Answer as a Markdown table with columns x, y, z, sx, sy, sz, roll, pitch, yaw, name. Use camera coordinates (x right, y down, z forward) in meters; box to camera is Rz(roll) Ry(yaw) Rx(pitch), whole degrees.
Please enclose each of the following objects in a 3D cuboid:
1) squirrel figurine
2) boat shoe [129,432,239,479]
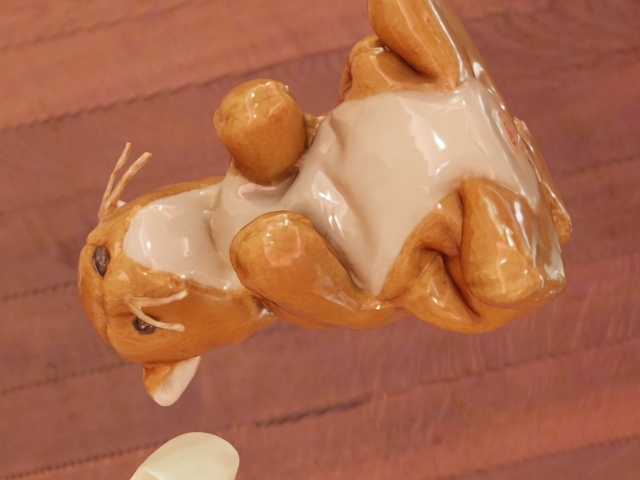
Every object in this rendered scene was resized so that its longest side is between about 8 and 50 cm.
| x | y | z | sx | sy | sz | roll | pitch | yaw | name |
| --- | --- | --- | --- | --- | --- | --- | --- | --- | --- |
| 0.000 | 0.000 | 1.358 | 0.370 | 0.397 | 0.281 | -26 | 77 | 16 | squirrel figurine |
| -0.084 | 0.126 | 0.669 | 0.049 | 0.043 | 0.137 | 34 | 38 | 21 | boat shoe |
